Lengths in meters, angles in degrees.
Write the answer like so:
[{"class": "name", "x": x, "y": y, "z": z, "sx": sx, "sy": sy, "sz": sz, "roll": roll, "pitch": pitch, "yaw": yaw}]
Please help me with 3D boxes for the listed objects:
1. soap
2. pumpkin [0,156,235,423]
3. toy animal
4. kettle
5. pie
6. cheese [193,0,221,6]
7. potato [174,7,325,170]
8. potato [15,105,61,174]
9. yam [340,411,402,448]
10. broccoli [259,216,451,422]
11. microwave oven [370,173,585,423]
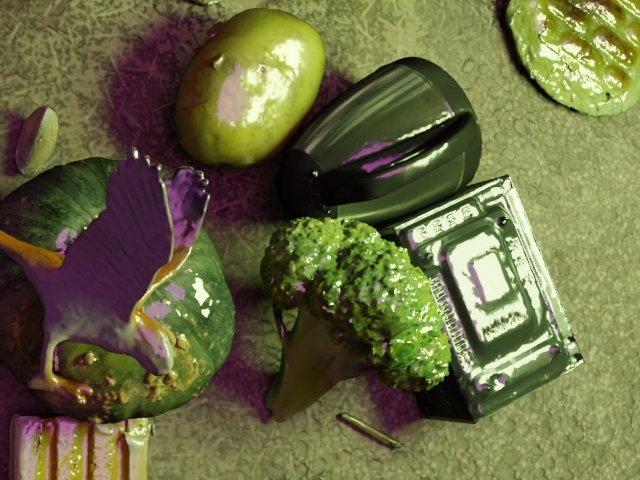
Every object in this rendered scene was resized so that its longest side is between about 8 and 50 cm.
[{"class": "soap", "x": -0.306, "y": 0.356, "z": 1.442, "sx": 0.173, "sy": 0.089, "sz": 0.274, "roll": 3, "pitch": 85, "yaw": -23}, {"class": "pumpkin", "x": -0.266, "y": 0.072, "z": 1.392, "sx": 0.291, "sy": 0.257, "sz": 0.327, "roll": -35, "pitch": 91, "yaw": -25}, {"class": "toy animal", "x": -0.284, "y": 0.025, "z": 1.197, "sx": 0.284, "sy": 0.225, "sz": 0.302, "roll": 9, "pitch": 94, "yaw": 1}, {"class": "kettle", "x": 0.070, "y": -0.099, "z": 1.549, "sx": 0.271, "sy": 0.251, "sz": 0.207, "roll": -29, "pitch": 140, "yaw": -27}, {"class": "pie", "x": 0.425, "y": -0.351, "z": 1.823, "sx": 0.306, "sy": 0.071, "sz": 0.306, "roll": 3, "pitch": 83, "yaw": -22}, {"class": "cheese", "x": -0.089, "y": -0.381, "z": 1.514, "sx": 0.127, "sy": 0.255, "sz": 0.050, "roll": -22, "pitch": 92, "yaw": -29}, {"class": "potato", "x": -0.098, "y": -0.204, "z": 1.546, "sx": 0.197, "sy": 0.149, "sz": 0.228, "roll": 16, "pitch": 90, "yaw": -54}, {"class": "potato", "x": -0.372, "y": -0.132, "z": 1.493, "sx": 0.037, "sy": 0.036, "sz": 0.093, "roll": 16, "pitch": 98, "yaw": -57}, {"class": "yam", "x": 0.073, "y": 0.274, "z": 1.647, "sx": 0.107, "sy": 0.014, "sz": 0.014, "roll": 31, "pitch": 74, "yaw": -17}, {"class": "broccoli", "x": 0.052, "y": 0.103, "z": 1.505, "sx": 0.254, "sy": 0.302, "sz": 0.186, "roll": 9, "pitch": 51, "yaw": 12}, {"class": "microwave oven", "x": 0.211, "y": 0.085, "z": 1.633, "sx": 0.237, "sy": 0.181, "sz": 0.295, "roll": -24, "pitch": 95, "yaw": -24}]
